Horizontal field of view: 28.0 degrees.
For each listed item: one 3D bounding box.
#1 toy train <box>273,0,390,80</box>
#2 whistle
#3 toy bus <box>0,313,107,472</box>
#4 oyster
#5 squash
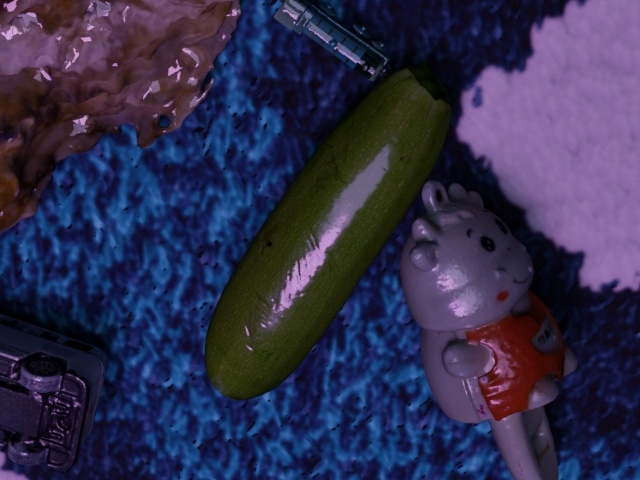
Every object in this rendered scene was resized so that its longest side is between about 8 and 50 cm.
[{"bbox_3d":[0.010,-0.143,0.890,0.092,0.045,0.029,36,111,-4],"label":"toy train"},{"bbox_3d":[0.121,0.072,0.917,0.101,0.106,0.253,-27,107,-22],"label":"whistle"},{"bbox_3d":[-0.257,0.098,0.974,0.193,0.089,0.087,17,113,7],"label":"toy bus"},{"bbox_3d":[-0.179,-0.155,0.868,0.351,0.115,0.238,-24,105,14],"label":"oyster"},{"bbox_3d":[-0.001,0.001,0.921,0.082,0.082,0.292,32,109,-5],"label":"squash"}]
